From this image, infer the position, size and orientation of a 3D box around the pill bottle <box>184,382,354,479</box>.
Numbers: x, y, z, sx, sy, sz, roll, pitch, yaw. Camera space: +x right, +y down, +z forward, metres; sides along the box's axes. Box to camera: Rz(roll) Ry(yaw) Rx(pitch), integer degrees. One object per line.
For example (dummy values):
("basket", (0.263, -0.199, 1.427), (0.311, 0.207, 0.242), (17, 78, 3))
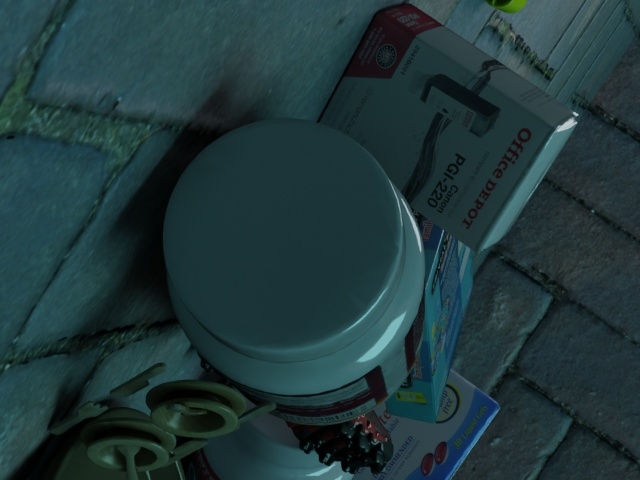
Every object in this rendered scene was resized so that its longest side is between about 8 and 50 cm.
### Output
("pill bottle", (-0.064, 0.285, 1.789), (0.210, 0.210, 0.363), (-46, 165, -37))

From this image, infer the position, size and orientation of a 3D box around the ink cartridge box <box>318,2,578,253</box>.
("ink cartridge box", (0.125, -0.114, 1.397), (0.158, 0.218, 0.092), (-61, 167, 25))

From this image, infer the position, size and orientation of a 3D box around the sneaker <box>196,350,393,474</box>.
("sneaker", (-0.011, 0.152, 1.569), (0.097, 0.276, 0.135), (-31, -156, 43))

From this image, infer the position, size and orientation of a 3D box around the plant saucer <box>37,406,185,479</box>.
("plant saucer", (-0.209, 0.302, 1.346), (0.278, 0.041, 0.278), (-2, 90, -66))

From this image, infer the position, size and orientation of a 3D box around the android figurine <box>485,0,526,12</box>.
("android figurine", (0.291, -0.388, 1.700), (0.248, 0.056, 0.273), (-59, 167, 16))

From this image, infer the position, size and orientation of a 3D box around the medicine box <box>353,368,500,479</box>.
("medicine box", (0.115, 0.311, 2.372), (0.263, 0.289, 0.149), (-53, 170, -10))

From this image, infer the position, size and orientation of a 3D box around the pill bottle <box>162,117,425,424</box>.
("pill bottle", (-0.016, 0.039, 1.249), (0.224, 0.224, 0.392), (-53, 169, -9))

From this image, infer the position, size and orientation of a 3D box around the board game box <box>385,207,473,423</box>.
("board game box", (0.148, 0.063, 1.953), (0.336, 0.079, 0.254), (79, 25, -52))

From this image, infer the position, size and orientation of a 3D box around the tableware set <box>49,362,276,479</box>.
("tableware set", (-0.142, 0.171, 1.213), (0.194, 0.128, 0.039), (-32, -135, 43))
